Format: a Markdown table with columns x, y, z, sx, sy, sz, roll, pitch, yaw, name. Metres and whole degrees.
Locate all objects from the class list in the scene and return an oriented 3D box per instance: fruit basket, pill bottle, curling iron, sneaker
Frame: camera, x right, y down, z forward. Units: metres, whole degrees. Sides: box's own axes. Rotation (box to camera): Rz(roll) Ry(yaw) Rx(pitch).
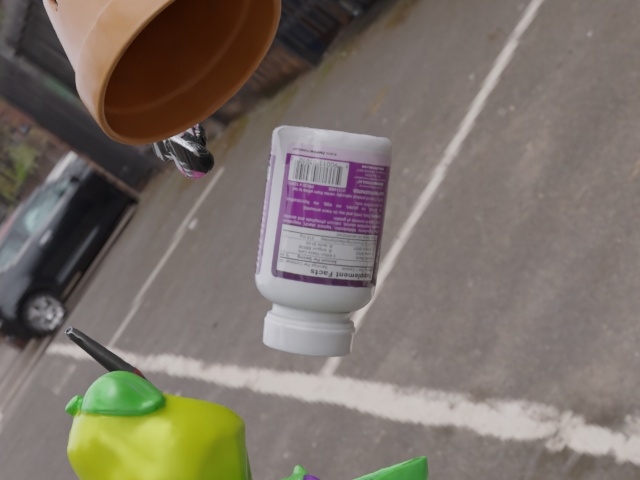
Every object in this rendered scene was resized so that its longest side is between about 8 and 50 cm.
| x | y | z | sx | sy | sz | roll | pitch | yaw | name |
| --- | --- | --- | --- | --- | --- | --- | --- | --- | --- |
| -0.091 | 0.285 | 1.216 | 0.283 | 0.392 | 0.392 | -17 | -15 | -37 | fruit basket |
| 0.000 | 0.000 | 1.590 | 0.169 | 0.169 | 0.301 | -146 | 63 | -79 | pill bottle |
| -0.318 | 0.221 | 1.871 | 0.068 | 0.274 | 0.035 | -19 | 46 | 23 | curling iron |
| -0.212 | -0.160 | 1.881 | 0.077 | 0.072 | 0.178 | -31 | 36 | -20 | sneaker |

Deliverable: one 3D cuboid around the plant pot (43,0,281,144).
| x | y | z | sx | sy | sz | roll | pitch | yaw | name |
| --- | --- | --- | --- | --- | --- | --- | --- | --- | --- |
| -0.225 | -0.299 | 1.522 | 0.291 | 0.203 | 0.291 | -36 | -19 | -15 | plant pot |
